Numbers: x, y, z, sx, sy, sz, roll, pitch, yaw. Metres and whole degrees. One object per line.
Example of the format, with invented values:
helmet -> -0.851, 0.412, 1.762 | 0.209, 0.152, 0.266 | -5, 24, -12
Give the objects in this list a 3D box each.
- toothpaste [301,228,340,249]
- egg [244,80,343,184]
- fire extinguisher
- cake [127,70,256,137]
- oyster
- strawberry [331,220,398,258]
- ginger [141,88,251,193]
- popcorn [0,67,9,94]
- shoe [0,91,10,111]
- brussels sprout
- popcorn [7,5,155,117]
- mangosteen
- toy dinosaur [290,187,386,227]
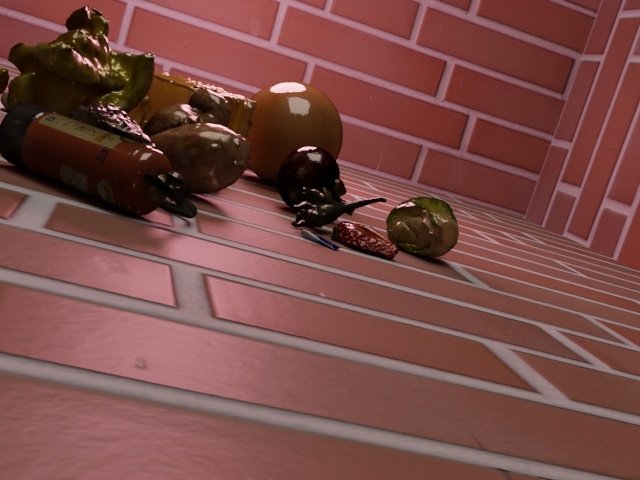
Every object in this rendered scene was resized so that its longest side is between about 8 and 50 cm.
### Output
toothpaste -> 0.000, 0.000, 1.603 | 0.083, 0.015, 0.024 | 26, 20, 21
egg -> -0.087, -0.300, 2.310 | 0.301, 0.301, 0.374 | 18, 14, 3
fire extinguisher -> -0.344, -0.123, 1.371 | 0.376, 0.113, 0.200 | 21, 9, 23
cake -> -0.345, -0.293, 2.031 | 0.227, 0.223, 0.286 | 22, 11, 33
oyster -> -0.376, -0.183, 1.506 | 0.100, 0.275, 0.271 | -33, 71, -25
strawberry -> 0.093, -0.005, 1.701 | 0.152, 0.048, 0.104 | 17, 12, 16
ginger -> -0.279, -0.215, 1.744 | 0.244, 0.155, 0.304 | -17, 40, -3
popcorn -> -0.786, -0.357, 1.789 | 0.197, 0.156, 0.198 | 20, -23, 9
shoe -> -0.693, -0.346, 2.096 | 0.274, 0.098, 0.103 | 17, 5, 7
brussels sprout -> 0.245, -0.033, 1.878 | 0.183, 0.131, 0.145 | 18, 13, 34
popcorn -> -0.522, -0.338, 1.797 | 0.325, 0.290, 0.321 | -7, 32, -10
mangosteen -> -0.017, -0.135, 1.932 | 0.172, 0.172, 0.184 | 9, 32, -43
toy dinosaur -> 0.032, -0.046, 1.722 | 0.178, 0.087, 0.187 | 17, 28, 8
